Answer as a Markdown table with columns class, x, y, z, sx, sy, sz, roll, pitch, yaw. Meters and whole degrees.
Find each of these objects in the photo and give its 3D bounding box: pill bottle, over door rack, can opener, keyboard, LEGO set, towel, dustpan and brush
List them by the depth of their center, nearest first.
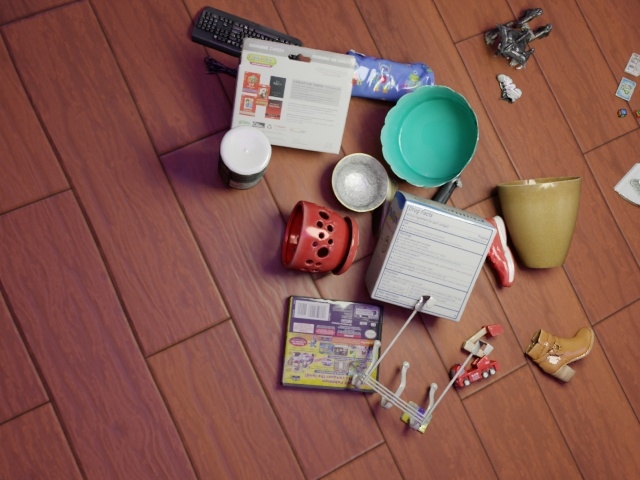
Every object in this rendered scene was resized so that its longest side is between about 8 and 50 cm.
| class | x | y | z | sx | sy | sz | roll | pitch | yaw |
| --- | --- | --- | --- | --- | --- | --- | --- | --- | --- |
| pill bottle | -0.208 | -0.209 | 1.531 | 0.130 | 0.245 | 0.130 | 1 | 83 | -12 |
| over door rack | 0.272 | 0.329 | 1.575 | 0.239 | 0.108 | 0.324 | 38 | 98 | -13 |
| towel | 0.274 | 0.505 | 1.641 | 0.083 | 0.009 | 0.060 | 35 | 76 | -4 |
| keyboard | -0.223 | -0.559 | 1.694 | 0.317 | 0.033 | 0.201 | 17 | 79 | -8 |
| can opener | 0.373 | -0.142 | 1.727 | 0.073 | 0.059 | 0.186 | 9 | 55 | 32 |
| dustpan and brush | 1.088 | -0.143 | 1.880 | 0.147 | 0.060 | 0.211 | -43 | 91 | -14 |
| LEGO set | 1.099 | -0.497 | 1.958 | 0.182 | 0.060 | 0.244 | 27 | 76 | 6 |

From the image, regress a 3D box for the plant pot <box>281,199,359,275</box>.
| class | x | y | z | sx | sy | sz | roll | pitch | yaw |
| --- | --- | --- | --- | --- | --- | --- | --- | --- | --- |
| plant pot | 0.000 | 0.000 | 1.578 | 0.174 | 0.191 | 0.191 | 13 | 79 | -18 |

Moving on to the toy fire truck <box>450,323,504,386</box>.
| class | x | y | z | sx | sy | sz | roll | pitch | yaw |
| --- | --- | --- | --- | --- | --- | --- | --- | --- | --- |
| toy fire truck | 0.460 | 0.335 | 1.686 | 0.192 | 0.047 | 0.135 | -19 | 85 | -13 |

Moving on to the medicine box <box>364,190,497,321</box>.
| class | x | y | z | sx | sy | sz | roll | pitch | yaw |
| --- | --- | --- | --- | --- | --- | --- | --- | --- | --- |
| medicine box | 0.296 | 0.043 | 1.594 | 0.263 | 0.149 | 0.289 | 17 | 104 | -9 |

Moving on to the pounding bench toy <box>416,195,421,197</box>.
| class | x | y | z | sx | sy | sz | roll | pitch | yaw |
| --- | --- | --- | --- | --- | --- | --- | --- | --- | --- |
| pounding bench toy | 0.291 | -0.100 | 1.716 | 0.083 | 0.052 | 0.065 | -14 | 84 | -14 |

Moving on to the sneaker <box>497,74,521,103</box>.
| class | x | y | z | sx | sy | sz | roll | pitch | yaw |
| --- | --- | --- | --- | --- | --- | --- | --- | --- | --- |
| sneaker | 0.593 | -0.480 | 1.843 | 0.098 | 0.038 | 0.069 | 43 | 75 | -2 |

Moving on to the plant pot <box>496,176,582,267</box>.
| class | x | y | z | sx | sy | sz | roll | pitch | yaw |
| --- | --- | --- | --- | --- | --- | --- | --- | --- | --- |
| plant pot | 0.658 | -0.053 | 1.713 | 0.237 | 0.237 | 0.254 | -9 | 98 | -13 |

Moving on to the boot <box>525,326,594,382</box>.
| class | x | y | z | sx | sy | sz | roll | pitch | yaw |
| --- | --- | --- | --- | --- | --- | --- | --- | --- | --- |
| boot | 0.724 | 0.310 | 1.733 | 0.152 | 0.073 | 0.197 | 36 | 74 | 0 |

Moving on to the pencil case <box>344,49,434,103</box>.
| class | x | y | z | sx | sy | sz | roll | pitch | yaw |
| --- | --- | --- | --- | --- | --- | --- | --- | --- | --- |
| pencil case | 0.190 | -0.485 | 1.719 | 0.306 | 0.119 | 0.133 | 6 | 103 | -12 |

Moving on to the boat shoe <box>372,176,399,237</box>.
| class | x | y | z | sx | sy | sz | roll | pitch | yaw |
| --- | --- | --- | --- | --- | --- | --- | --- | --- | --- |
| boat shoe | 0.202 | -0.096 | 1.694 | 0.072 | 0.068 | 0.190 | 15 | 78 | -21 |

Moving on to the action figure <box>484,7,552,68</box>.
| class | x | y | z | sx | sy | sz | roll | pitch | yaw |
| --- | --- | --- | --- | --- | --- | --- | --- | --- | --- |
| action figure | 0.617 | -0.629 | 1.823 | 0.275 | 0.141 | 0.164 | -39 | 93 | -30 |

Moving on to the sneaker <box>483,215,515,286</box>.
| class | x | y | z | sx | sy | sz | roll | pitch | yaw |
| --- | --- | --- | --- | --- | --- | --- | --- | --- | --- |
| sneaker | 0.500 | 0.040 | 1.733 | 0.128 | 0.087 | 0.221 | -7 | 71 | -4 |

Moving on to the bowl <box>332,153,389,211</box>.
| class | x | y | z | sx | sy | sz | roll | pitch | yaw |
| --- | --- | --- | --- | --- | --- | --- | --- | --- | --- |
| bowl | 0.108 | -0.160 | 1.674 | 0.170 | 0.080 | 0.170 | 2 | 81 | -11 |

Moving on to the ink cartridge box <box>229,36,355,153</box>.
| class | x | y | z | sx | sy | sz | roll | pitch | yaw |
| --- | --- | --- | --- | --- | --- | --- | --- | --- | --- |
| ink cartridge box | -0.080 | -0.404 | 1.583 | 0.309 | 0.130 | 0.272 | 7 | 116 | -11 |

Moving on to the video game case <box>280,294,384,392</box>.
| class | x | y | z | sx | sy | sz | roll | pitch | yaw |
| --- | --- | --- | --- | --- | --- | --- | --- | --- | --- |
| video game case | 0.036 | 0.291 | 1.614 | 0.275 | 0.035 | 0.248 | 7 | 80 | -11 |

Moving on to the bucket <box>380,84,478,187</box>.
| class | x | y | z | sx | sy | sz | roll | pitch | yaw |
| --- | --- | --- | --- | --- | --- | --- | --- | --- | --- |
| bucket | 0.318 | -0.292 | 1.634 | 0.281 | 0.183 | 0.281 | 2 | 97 | 18 |
